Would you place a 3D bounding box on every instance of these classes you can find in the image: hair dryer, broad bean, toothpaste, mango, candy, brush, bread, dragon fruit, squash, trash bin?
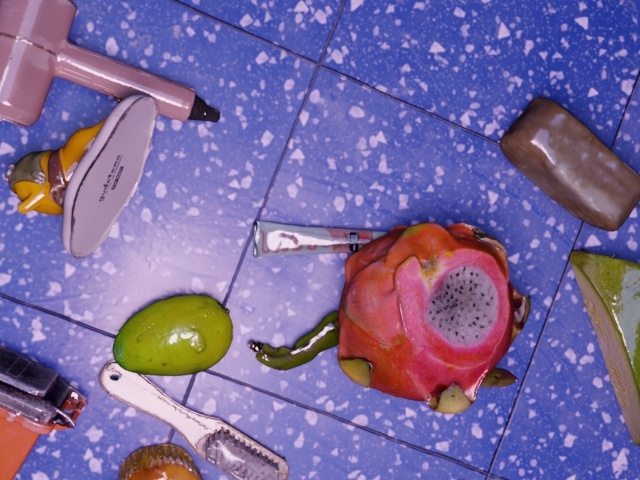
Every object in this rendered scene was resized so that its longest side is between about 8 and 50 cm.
[{"bbox_3d":[-0.310,-0.222,1.225,0.344,0.107,0.189,19,88,-16],"label":"hair dryer"},{"bbox_3d":[-0.010,0.151,1.302,0.195,0.046,0.061,-20,97,-7],"label":"broad bean"},{"bbox_3d":[0.000,0.000,1.308,0.205,0.036,0.056,1,95,-6],"label":"toothpaste"},{"bbox_3d":[-0.213,0.142,1.238,0.178,0.100,0.119,-16,94,-9],"label":"mango"},{"bbox_3d":[0.398,-0.116,1.341,0.234,0.102,0.104,40,84,-10],"label":"candy"},{"bbox_3d":[-0.187,0.282,1.266,0.327,0.065,0.070,35,85,-7],"label":"brush"},{"bbox_3d":[-0.223,0.401,1.239,0.132,0.114,0.190,-18,99,-12],"label":"bread"},{"bbox_3d":[0.173,0.106,1.242,0.290,0.189,0.290,-1,92,-23],"label":"dragon fruit"},{"bbox_3d":[0.477,0.177,1.357,0.203,0.111,0.288,15,90,-8],"label":"squash"},{"bbox_3d":[-0.454,0.284,1.178,0.184,0.161,0.238,26,94,-9],"label":"trash bin"}]

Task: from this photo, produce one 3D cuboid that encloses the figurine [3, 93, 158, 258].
[{"bbox_3d":[-0.344,-0.115,1.203,0.141,0.166,0.250,28,92,12],"label":"figurine"}]
